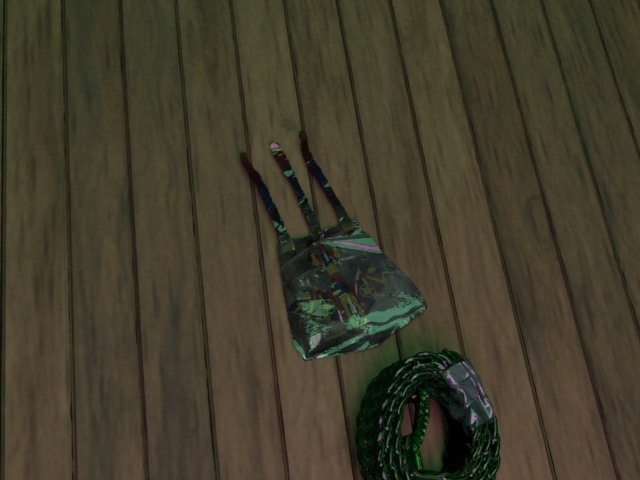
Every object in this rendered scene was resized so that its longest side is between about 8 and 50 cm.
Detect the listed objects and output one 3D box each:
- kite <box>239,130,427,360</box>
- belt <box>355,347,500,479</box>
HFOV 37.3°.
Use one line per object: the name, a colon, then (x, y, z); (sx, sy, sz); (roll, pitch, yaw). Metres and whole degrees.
kite: (0.000, 0.001, 0.959); (0.141, 0.015, 0.245); (-20, 72, -18)
belt: (0.093, 0.175, 0.857); (0.121, 0.079, 0.151); (4, 74, -17)
